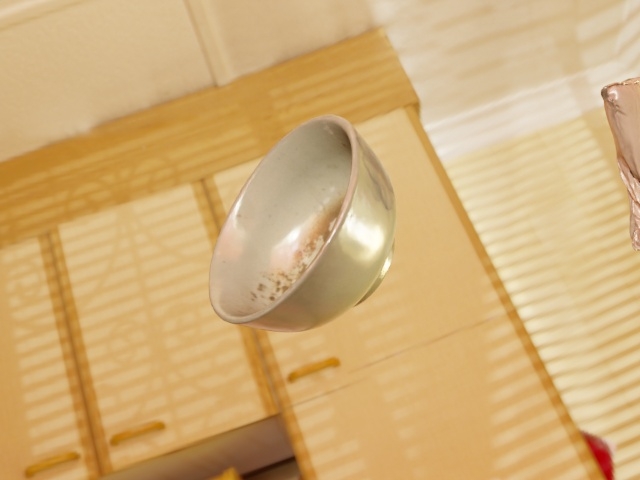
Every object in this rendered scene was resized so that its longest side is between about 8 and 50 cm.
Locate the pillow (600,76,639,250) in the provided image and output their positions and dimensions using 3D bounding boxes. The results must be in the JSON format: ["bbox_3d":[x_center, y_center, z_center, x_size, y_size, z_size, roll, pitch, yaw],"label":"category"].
[{"bbox_3d":[0.484,-0.109,1.302,0.173,0.270,0.067,-22,12,-41],"label":"pillow"}]

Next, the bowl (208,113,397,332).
[{"bbox_3d":[0.000,0.000,1.118,0.146,0.289,0.289,30,-54,-29],"label":"bowl"}]
